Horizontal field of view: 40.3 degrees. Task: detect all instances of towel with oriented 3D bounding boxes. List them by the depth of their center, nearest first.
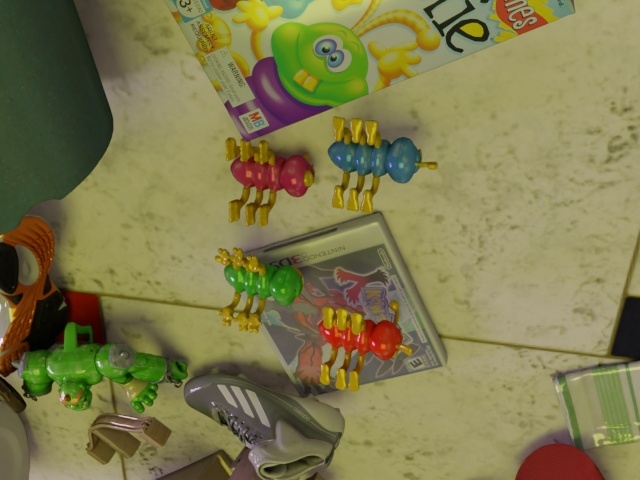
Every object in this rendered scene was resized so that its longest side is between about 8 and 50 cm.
[{"bbox_3d":[0.343,0.182,0.961,0.152,0.023,0.113,-13,120,19],"label":"towel"}]

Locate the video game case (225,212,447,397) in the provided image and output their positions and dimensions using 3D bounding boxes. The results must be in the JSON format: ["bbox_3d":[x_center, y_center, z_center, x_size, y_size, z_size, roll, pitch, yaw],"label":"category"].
[{"bbox_3d":[0.019,0.079,0.957,0.183,0.023,0.201,-17,118,21],"label":"video game case"}]

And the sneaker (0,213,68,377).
[{"bbox_3d":[-0.361,0.042,0.982,0.121,0.099,0.262,35,136,20],"label":"sneaker"}]

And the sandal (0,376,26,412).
[{"bbox_3d":[-0.439,0.161,1.036,0.219,0.060,0.090,22,157,18],"label":"sandal"}]

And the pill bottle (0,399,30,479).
[{"bbox_3d":[-0.554,0.292,1.116,0.323,0.181,0.181,-3,122,13],"label":"pill bottle"}]

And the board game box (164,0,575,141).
[{"bbox_3d":[0.040,-0.210,0.690,0.275,0.142,0.144,-19,118,22],"label":"board game box"}]

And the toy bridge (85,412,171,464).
[{"bbox_3d":[-0.253,0.242,1.080,0.063,0.026,0.188,42,142,-16],"label":"toy bridge"}]

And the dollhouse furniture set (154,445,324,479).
[{"bbox_3d":[-0.088,0.435,1.071,0.286,0.198,0.303,-29,100,26],"label":"dollhouse furniture set"}]

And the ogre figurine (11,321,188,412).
[{"bbox_3d":[-0.269,0.151,1.012,0.197,0.097,0.118,12,161,18],"label":"ogre figurine"}]

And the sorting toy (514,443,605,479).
[{"bbox_3d":[0.227,0.368,1.077,0.126,0.127,0.365,20,134,-37],"label":"sorting toy"}]

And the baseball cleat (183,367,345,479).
[{"bbox_3d":[-0.079,0.210,0.993,0.206,0.109,0.072,5,134,22],"label":"baseball cleat"}]

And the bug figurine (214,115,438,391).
[{"bbox_3d":[0.000,0.000,0.858,0.216,0.072,0.279,13,116,19],"label":"bug figurine"}]

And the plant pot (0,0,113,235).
[{"bbox_3d":[-0.342,-0.187,0.690,0.341,0.341,0.334,-6,129,15],"label":"plant pot"}]
